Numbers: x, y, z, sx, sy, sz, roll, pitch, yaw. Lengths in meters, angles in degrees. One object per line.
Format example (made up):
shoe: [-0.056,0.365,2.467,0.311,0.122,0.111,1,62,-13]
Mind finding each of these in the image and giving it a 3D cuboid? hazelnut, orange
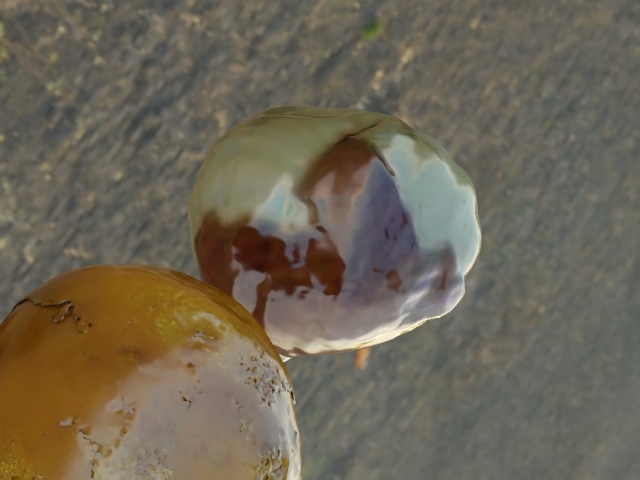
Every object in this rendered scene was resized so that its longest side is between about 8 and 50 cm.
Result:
hazelnut: [0.000,0.000,1.291,0.261,0.261,0.241,-21,124,-56]
orange: [-0.126,0.135,0.976,0.240,0.240,0.240,-45,156,-25]
